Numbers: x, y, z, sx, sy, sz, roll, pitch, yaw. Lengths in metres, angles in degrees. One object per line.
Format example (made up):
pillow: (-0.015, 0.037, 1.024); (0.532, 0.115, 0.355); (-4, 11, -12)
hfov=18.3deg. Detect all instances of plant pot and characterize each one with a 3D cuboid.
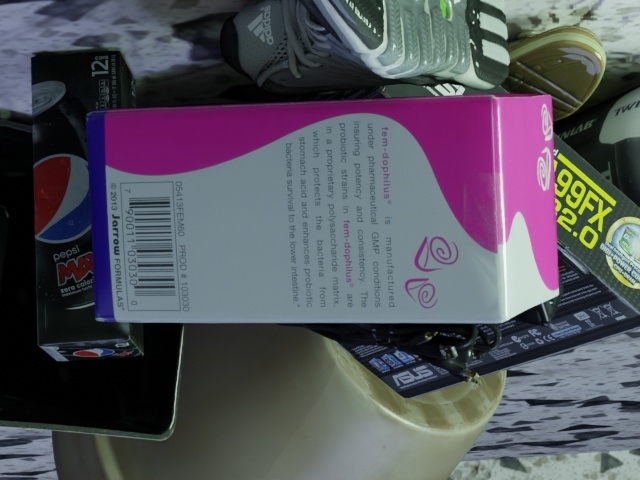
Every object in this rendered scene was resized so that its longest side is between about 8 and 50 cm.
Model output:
plant pot: (-0.010, 0.130, 1.586); (0.323, 0.323, 0.280); (7, 148, -37)
plant pot: (-0.211, 0.027, 1.320); (0.167, 0.188, 0.187); (3, 174, 42)

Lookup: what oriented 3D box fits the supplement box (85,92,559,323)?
supplement box: (0.003, -0.017, 1.021); (0.220, 0.111, 0.114); (0, -175, 22)

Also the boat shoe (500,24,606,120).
boat shoe: (0.117, -0.094, 1.158); (0.056, 0.048, 0.153); (25, 153, -12)

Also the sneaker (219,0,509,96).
sneaker: (-0.003, -0.108, 0.970); (0.132, 0.086, 0.228); (-7, 167, 25)

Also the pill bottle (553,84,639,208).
pill bottle: (0.206, -0.030, 1.248); (0.130, 0.130, 0.245); (5, 164, -31)

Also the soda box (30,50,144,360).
soda box: (-0.132, -0.019, 1.125); (0.053, 0.169, 0.060); (-4, 167, 3)

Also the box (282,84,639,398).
box: (0.058, -0.008, 1.221); (0.216, 0.060, 0.270); (40, 150, -15)

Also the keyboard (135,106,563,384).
keyboard: (0.000, 0.000, 1.193); (0.317, 0.033, 0.201); (12, 143, 31)
